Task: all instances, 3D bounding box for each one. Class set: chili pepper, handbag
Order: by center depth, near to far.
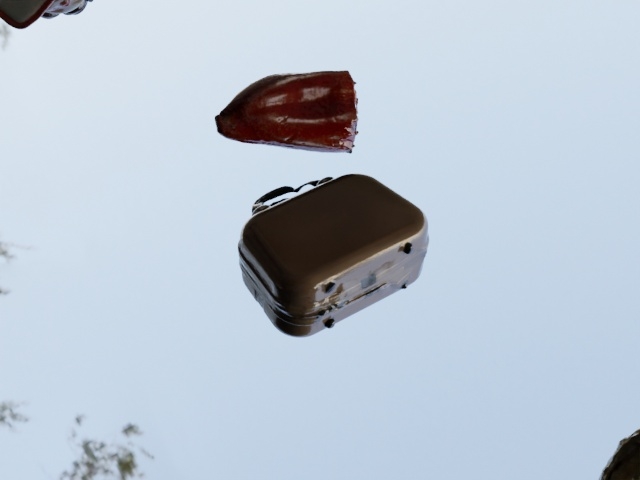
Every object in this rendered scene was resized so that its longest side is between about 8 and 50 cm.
[{"bbox_3d":[0.000,0.000,1.756,0.302,0.149,0.283,-27,-128,-25],"label":"handbag"},{"bbox_3d":[-0.060,-0.229,1.827,0.253,0.144,0.136,-1,-137,-22],"label":"chili pepper"}]

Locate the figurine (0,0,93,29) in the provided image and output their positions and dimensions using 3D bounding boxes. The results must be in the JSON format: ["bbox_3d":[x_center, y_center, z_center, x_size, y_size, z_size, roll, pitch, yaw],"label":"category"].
[{"bbox_3d":[-0.396,-0.385,1.520,0.183,0.160,0.226,-49,176,-2],"label":"figurine"}]

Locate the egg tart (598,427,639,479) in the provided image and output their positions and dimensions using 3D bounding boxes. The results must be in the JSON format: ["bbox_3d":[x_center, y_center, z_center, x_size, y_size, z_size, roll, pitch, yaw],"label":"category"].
[{"bbox_3d":[0.408,0.327,1.078,0.291,0.290,0.107,7,-164,30],"label":"egg tart"}]
